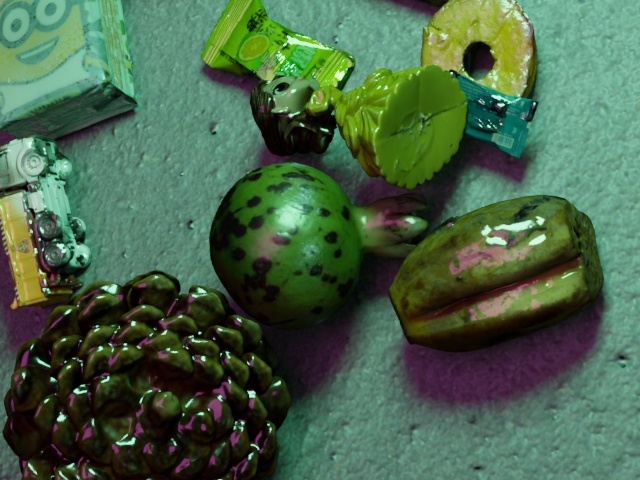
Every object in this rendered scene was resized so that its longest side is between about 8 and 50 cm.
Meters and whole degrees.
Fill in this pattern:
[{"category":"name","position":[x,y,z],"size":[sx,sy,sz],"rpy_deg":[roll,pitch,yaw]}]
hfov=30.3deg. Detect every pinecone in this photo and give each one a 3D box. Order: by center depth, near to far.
[{"category":"pinecone","position":[-0.256,0.242,1.670],"size":[0.398,0.398,0.397],"rpy_deg":[-6,76,23]}]

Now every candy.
[{"category":"candy","position":[-0.079,-0.287,1.853],"size":[0.246,0.069,0.149],"rpy_deg":[37,92,26]}]

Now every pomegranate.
[{"category":"pomegranate","position":[-0.005,0.015,1.667],"size":[0.306,0.242,0.242],"rpy_deg":[12,84,16]}]

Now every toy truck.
[{"category":"toy truck","position":[-0.465,-0.030,1.930],"size":[0.135,0.114,0.270],"rpy_deg":[-15,84,13]}]

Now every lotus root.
[{"category":"lotus root","position":[0.224,0.047,1.579],"size":[0.291,0.193,0.193],"rpy_deg":[-22,70,18]}]

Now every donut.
[{"category":"donut","position":[0.233,-0.256,1.698],"size":[0.174,0.074,0.190],"rpy_deg":[-14,81,22]}]

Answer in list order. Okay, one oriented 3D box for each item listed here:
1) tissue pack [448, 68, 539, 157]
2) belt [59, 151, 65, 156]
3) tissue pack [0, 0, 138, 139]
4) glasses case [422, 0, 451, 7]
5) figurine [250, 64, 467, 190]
[{"category":"tissue pack","position":[0.226,-0.177,1.643],"size":[0.138,0.028,0.085],"rpy_deg":[24,104,26]},{"category":"belt","position":[-0.474,-0.135,2.017],"size":[0.083,0.036,0.059],"rpy_deg":[5,80,24]},{"category":"tissue pack","position":[-0.444,-0.343,2.001],"size":[0.228,0.128,0.310],"rpy_deg":[-18,70,20]},{"category":"glasses case","position":[0.129,-0.396,1.778],"size":[0.218,0.075,0.049],"rpy_deg":[24,92,27]},{"category":"figurine","position":[0.023,-0.182,1.678],"size":[0.315,0.168,0.187],"rpy_deg":[16,59,41]}]
